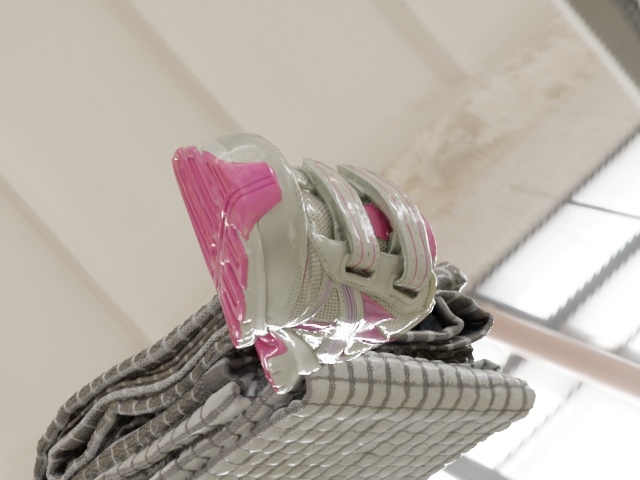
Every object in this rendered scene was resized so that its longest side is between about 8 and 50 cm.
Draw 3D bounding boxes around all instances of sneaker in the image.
[{"bbox_3d":[0.000,0.000,0.877,0.111,0.252,0.103,-21,-105,2],"label":"sneaker"}]

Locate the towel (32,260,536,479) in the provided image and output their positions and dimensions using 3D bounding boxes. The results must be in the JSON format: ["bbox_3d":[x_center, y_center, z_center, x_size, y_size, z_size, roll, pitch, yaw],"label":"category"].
[{"bbox_3d":[-0.032,0.119,1.192,0.235,0.284,0.121,6,-124,-43],"label":"towel"}]
